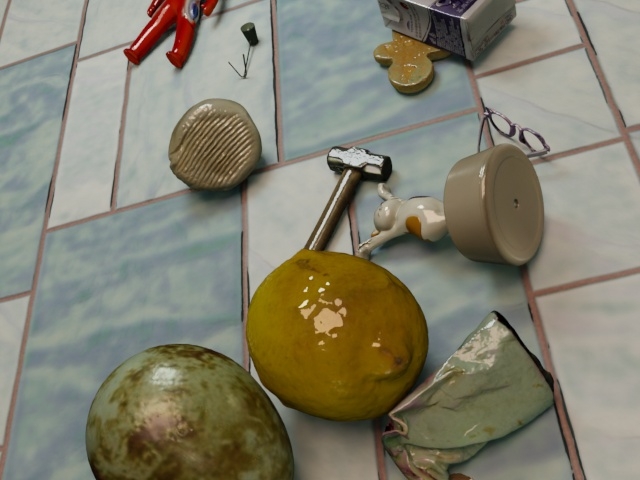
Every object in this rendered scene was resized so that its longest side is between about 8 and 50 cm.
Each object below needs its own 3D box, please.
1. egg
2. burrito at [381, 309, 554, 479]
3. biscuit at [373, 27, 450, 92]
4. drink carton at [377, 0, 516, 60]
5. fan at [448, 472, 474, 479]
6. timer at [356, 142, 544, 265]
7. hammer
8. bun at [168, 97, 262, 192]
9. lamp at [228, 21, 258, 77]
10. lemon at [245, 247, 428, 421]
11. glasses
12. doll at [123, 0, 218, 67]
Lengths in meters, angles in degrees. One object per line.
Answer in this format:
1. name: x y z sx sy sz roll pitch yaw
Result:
1. egg: -0.169 0.267 1.044 0.290 0.238 0.238 29 69 9
2. burrito: 0.182 0.212 1.016 0.229 0.089 0.144 -37 94 -6
3. biscuit: 0.177 -0.367 1.477 0.153 0.030 0.234 -6 55 19
4. drink carton: 0.224 -0.435 1.427 0.222 0.102 0.134 33 73 34
5. fan: 0.170 0.402 0.948 0.153 0.008 0.226 -32 49 -2
6. timer: 0.180 -0.040 1.193 0.266 0.175 0.175 -7 52 41
7. hammer: 0.000 0.000 1.291 0.111 0.043 0.365 15 65 29
8. bun: -0.195 -0.172 1.439 0.173 0.166 0.113 -21 8 -1
9. lamp: -0.154 -0.396 1.630 0.041 0.054 0.121 -3 48 21
10. lemon: 0.021 0.129 1.064 0.288 0.233 0.233 12 60 53
11. glasses: 0.281 -0.144 1.255 0.104 0.062 0.140 -41 50 -7
12. doll: -0.300 -0.557 1.779 0.189 0.099 0.383 9 64 28
